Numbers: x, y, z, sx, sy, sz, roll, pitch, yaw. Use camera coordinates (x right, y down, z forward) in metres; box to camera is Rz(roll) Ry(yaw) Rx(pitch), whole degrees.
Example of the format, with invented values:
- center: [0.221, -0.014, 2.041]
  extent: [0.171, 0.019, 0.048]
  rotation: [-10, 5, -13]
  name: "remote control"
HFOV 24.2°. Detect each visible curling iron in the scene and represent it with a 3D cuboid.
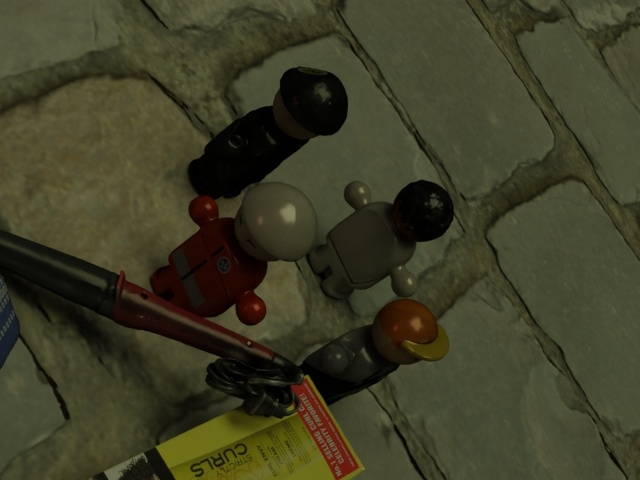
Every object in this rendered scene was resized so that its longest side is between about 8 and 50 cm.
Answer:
- center: [-0.129, 0.043, 0.984]
  extent: [0.274, 0.035, 0.068]
  rotation: [29, 11, -8]
  name: "curling iron"

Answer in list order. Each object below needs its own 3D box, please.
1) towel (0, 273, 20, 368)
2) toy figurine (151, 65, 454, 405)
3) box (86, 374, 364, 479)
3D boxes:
- center: [-0.274, -0.043, 0.810]
  extent: [0.243, 0.040, 0.336]
  rotation: [-76, 145, -68]
  name: "towel"
- center: [0.000, 0.000, 1.123]
  extent: [0.209, 0.148, 0.213]
  rotation: [39, 38, -21]
  name: "toy figurine"
- center: [-0.070, 0.166, 0.985]
  extent: [0.232, 0.058, 0.087]
  rotation: [-18, 74, -54]
  name: "box"
